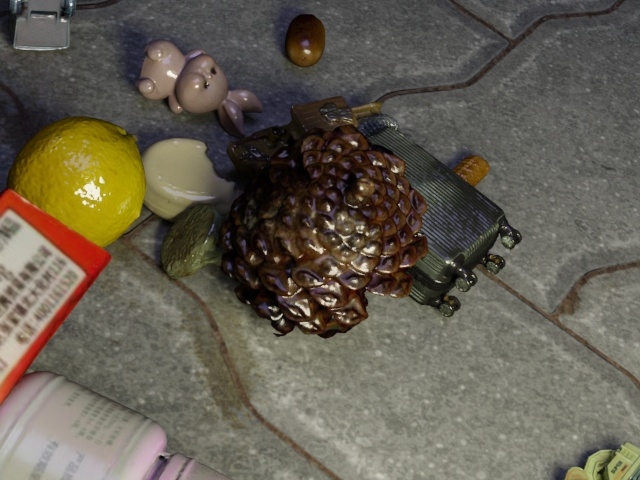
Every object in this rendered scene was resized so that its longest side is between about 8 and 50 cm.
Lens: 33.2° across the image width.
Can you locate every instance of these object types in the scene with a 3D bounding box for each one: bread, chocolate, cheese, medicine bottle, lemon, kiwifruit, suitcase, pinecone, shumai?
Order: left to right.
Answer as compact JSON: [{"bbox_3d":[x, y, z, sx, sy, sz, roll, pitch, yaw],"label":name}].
[{"bbox_3d":[-0.466,0.125,1.256,0.161,0.341,0.360,49,45,-21],"label":"chocolate"},{"bbox_3d":[-0.353,-0.079,1.564,0.231,0.192,0.192,-43,72,-12],"label":"lemon"},{"bbox_3d":[-0.256,0.313,1.240,0.302,0.241,0.241,26,48,3],"label":"medicine bottle"},{"bbox_3d":[-0.258,-0.093,1.693,0.249,0.070,0.163,-2,52,-20],"label":"cheese"},{"bbox_3d":[-0.180,0.012,1.634,0.087,0.124,0.099,37,11,-41],"label":"shumai"},{"bbox_3d":[-0.028,-0.372,2.003,0.075,0.075,0.124,11,45,-9],"label":"kiwifruit"},{"bbox_3d":[0.001,0.003,1.566,0.242,0.296,0.298,22,49,-47],"label":"pinecone"},{"bbox_3d":[0.152,-0.038,1.746,0.312,0.128,0.202,40,49,16],"label":"suitcase"},{"bbox_3d":[0.243,-0.103,1.887,0.052,0.044,0.157,35,48,19],"label":"bread"}]

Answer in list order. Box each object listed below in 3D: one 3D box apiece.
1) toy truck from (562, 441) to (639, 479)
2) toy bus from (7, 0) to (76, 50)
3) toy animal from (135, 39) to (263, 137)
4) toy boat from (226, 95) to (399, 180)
[{"bbox_3d":[0.406,0.360,1.529,0.116,0.085,0.191,35,46,24],"label":"toy truck"},{"bbox_3d":[-0.463,-0.483,1.779,0.109,0.329,0.136,-3,43,-22],"label":"toy bus"},{"bbox_3d":[-0.200,-0.266,1.828,0.213,0.124,0.124,20,48,3],"label":"toy animal"},{"bbox_3d":[-0.011,-0.176,1.815,0.321,0.121,0.089,-16,64,-29],"label":"toy boat"}]
